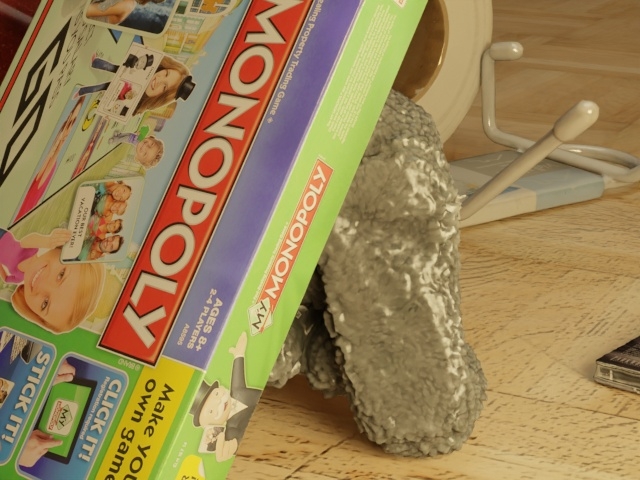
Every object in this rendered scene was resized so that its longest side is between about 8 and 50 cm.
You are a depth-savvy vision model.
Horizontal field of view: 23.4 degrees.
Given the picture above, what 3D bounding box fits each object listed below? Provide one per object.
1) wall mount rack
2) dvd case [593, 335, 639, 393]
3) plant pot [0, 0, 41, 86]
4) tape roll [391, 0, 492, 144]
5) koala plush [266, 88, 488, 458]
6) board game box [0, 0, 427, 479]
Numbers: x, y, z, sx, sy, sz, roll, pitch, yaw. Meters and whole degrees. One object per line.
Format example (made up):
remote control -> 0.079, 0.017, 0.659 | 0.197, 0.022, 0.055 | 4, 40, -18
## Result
wall mount rack -> 0.165, -0.082, 1.215 | 0.350, 0.130, 0.304 | -13, 22, -37
dvd case -> 0.288, 0.066, 0.916 | 0.165, 0.018, 0.221 | 12, 21, 37
plant pot -> -0.207, -0.079, 1.001 | 0.236, 0.267, 0.267 | 18, 21, 17
tape roll -> 0.009, -0.190, 1.373 | 0.246, 0.246, 0.169 | -11, 21, -35
koala plush -> 0.000, 0.000, 0.869 | 0.196, 0.203, 0.221 | 3, 5, 6
board game box -> -0.086, -0.027, 0.743 | 0.213, 0.317, 0.046 | 14, -13, 40
